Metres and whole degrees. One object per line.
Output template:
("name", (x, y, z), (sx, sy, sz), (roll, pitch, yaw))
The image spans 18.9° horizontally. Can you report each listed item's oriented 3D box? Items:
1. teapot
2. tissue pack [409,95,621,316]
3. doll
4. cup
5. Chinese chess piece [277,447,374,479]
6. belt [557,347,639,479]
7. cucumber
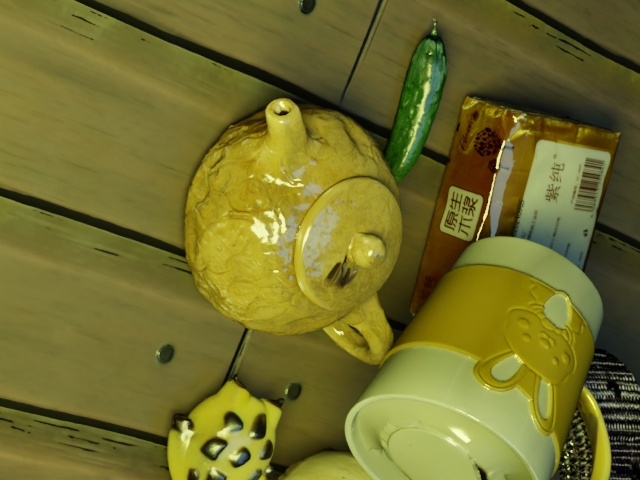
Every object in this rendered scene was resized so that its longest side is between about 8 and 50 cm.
("teapot", (0.000, 0.000, 1.667), (0.203, 0.167, 0.311), (-41, 130, -23))
("tissue pack", (0.193, -0.017, 1.887), (0.183, 0.092, 0.226), (7, 103, -43))
("doll", (-0.125, 0.257, 1.714), (0.117, 0.086, 0.291), (30, 86, -23))
("cup", (0.166, 0.140, 1.710), (0.241, 0.185, 0.226), (39, 55, -13))
("Chinese chess piece", (0.001, 0.320, 1.788), (0.257, 0.104, 0.257), (-46, 150, -37))
("belt", (0.200, 0.253, 1.879), (0.122, 0.260, 0.325), (6, 108, -40))
("cucumber", (0.090, -0.123, 1.791), (0.039, 0.039, 0.168), (8, 103, -43))
